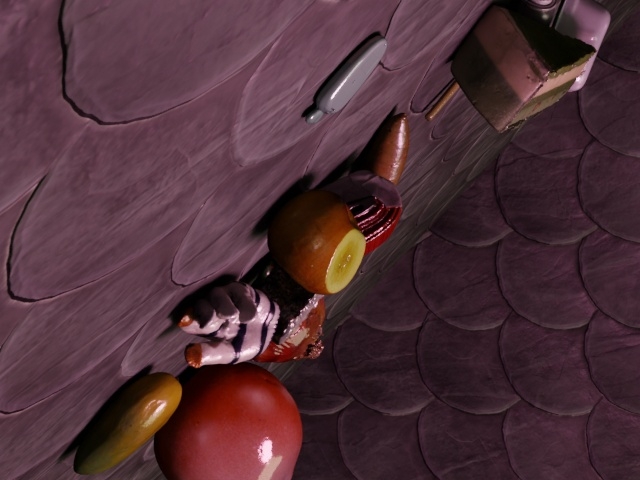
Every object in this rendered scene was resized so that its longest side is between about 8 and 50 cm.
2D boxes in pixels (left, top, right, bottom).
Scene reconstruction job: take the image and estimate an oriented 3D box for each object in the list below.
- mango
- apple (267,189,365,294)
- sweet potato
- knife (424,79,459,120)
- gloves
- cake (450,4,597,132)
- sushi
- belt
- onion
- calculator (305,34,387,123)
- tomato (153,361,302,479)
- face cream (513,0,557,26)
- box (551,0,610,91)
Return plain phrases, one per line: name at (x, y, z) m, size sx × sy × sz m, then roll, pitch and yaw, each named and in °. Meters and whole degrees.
mango at (-0.340, 0.324, 1.830) m, size 0.237 × 0.091 × 0.137 m, roll -44°, pitch 167°, yaw 20°
apple at (-0.002, -0.001, 1.684) m, size 0.147 × 0.163 × 0.146 m, roll -42°, pitch 168°, yaw 8°
sweet potato at (0.112, -0.128, 1.937) m, size 0.108 × 0.079 × 0.346 m, roll -56°, pitch 177°, yaw -17°
knife at (0.304, -0.349, 2.034) m, size 0.298 × 0.017 × 0.047 m, roll -50°, pitch 173°, yaw -1°
gloves at (-0.165, 0.131, 1.737) m, size 0.140 × 0.131 × 0.219 m, roll -47°, pitch 141°, yaw 19°
cake at (0.370, -0.329, 1.877) m, size 0.283 × 0.172 × 0.158 m, roll -27°, pitch 160°, yaw -52°
sushi at (-0.055, 0.081, 1.926) m, size 0.225 × 0.127 × 0.124 m, roll -51°, pitch 173°, yaw -21°
belt at (0.048, -0.039, 1.814) m, size 0.201 × 0.128 × 0.124 m, roll -26°, pitch 168°, yaw -5°
onion at (-0.065, 0.203, 2.316) m, size 0.230 × 0.163 × 0.230 m, roll -48°, pitch 180°, yaw -1°
calculator at (0.035, -0.213, 1.382) m, size 0.153 × 0.021 × 0.095 m, roll -50°, pitch 170°, yaw 7°
tomato at (-0.192, 0.418, 2.195) m, size 0.321 × 0.321 × 0.321 m, roll -45°, pitch 171°, yaw -9°
face cream at (0.386, -0.377, 1.972) m, size 0.073 × 0.073 × 0.283 m, roll -40°, pitch 158°, yaw -32°
box at (0.510, -0.403, 2.097) m, size 0.336 × 0.106 × 0.264 m, roll -45°, pitch 155°, yaw -73°
